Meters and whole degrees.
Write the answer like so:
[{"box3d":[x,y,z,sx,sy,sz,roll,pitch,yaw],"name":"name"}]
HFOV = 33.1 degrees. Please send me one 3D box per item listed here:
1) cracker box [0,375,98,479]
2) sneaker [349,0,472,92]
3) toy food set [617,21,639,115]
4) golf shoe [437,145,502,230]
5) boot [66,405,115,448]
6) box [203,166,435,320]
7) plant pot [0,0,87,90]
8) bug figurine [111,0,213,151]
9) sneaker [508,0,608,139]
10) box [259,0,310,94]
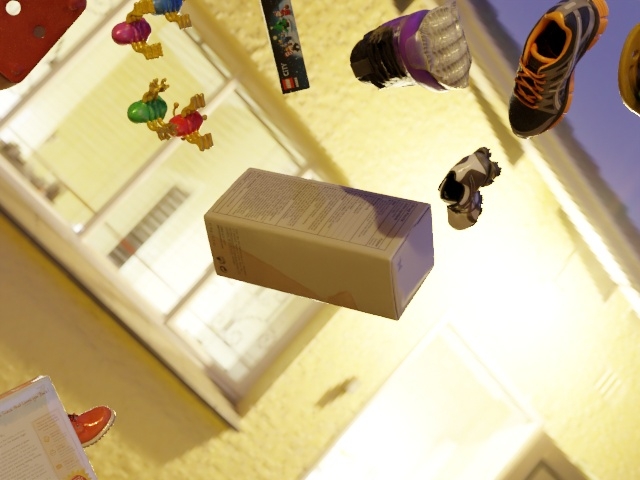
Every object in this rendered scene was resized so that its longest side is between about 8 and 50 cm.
[{"box3d":[-0.460,0.351,1.711,0.067,0.156,0.232,-12,-78,61],"name":"cracker box"},{"box3d":[0.104,-0.227,1.339,0.293,0.146,0.102,-49,124,-72],"name":"sneaker"},{"box3d":[0.421,-0.183,1.209,0.218,0.128,0.071,17,8,-45],"name":"toy food set"},{"box3d":[0.226,-0.077,1.787,0.077,0.094,0.198,56,-26,27],"name":"golf shoe"},{"box3d":[-0.435,0.322,1.871,0.059,0.158,0.084,42,-25,49],"name":"boot"},{"box3d":[0.000,0.000,1.594,0.311,0.148,0.121,14,-48,27],"name":"box"},{"box3d":[-0.536,-0.400,1.759,0.267,0.267,0.236,45,-9,-39],"name":"plant pot"},{"box3d":[-0.245,-0.267,1.657,0.216,0.072,0.279,-33,117,-66],"name":"bug figurine"},{"box3d":[0.282,-0.219,1.367,0.084,0.083,0.215,41,-47,27],"name":"sneaker"},{"box3d":[-0.066,-0.347,1.600,0.159,0.044,0.233,-106,-177,-71],"name":"box"}]
